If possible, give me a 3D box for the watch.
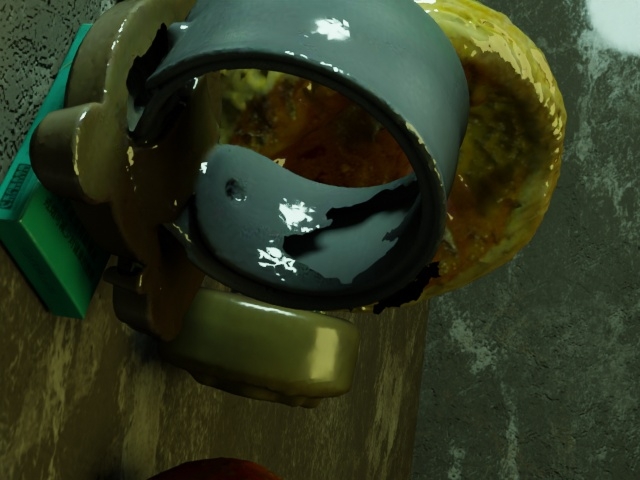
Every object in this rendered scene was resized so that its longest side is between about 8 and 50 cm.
[{"bbox_3d":[-0.034,-0.072,0.991,0.314,0.327,0.335,-68,158,-44],"label":"watch"}]

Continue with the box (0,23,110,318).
[{"bbox_3d":[-0.220,-0.064,1.024,0.161,0.042,0.226,75,26,-55],"label":"box"}]

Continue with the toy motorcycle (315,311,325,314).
[{"bbox_3d":[0.000,0.002,1.745,0.198,0.109,0.296,63,37,-52],"label":"toy motorcycle"}]

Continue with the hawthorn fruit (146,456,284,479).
[{"bbox_3d":[-0.123,0.366,1.179,0.299,0.275,0.275,51,46,-50],"label":"hawthorn fruit"}]

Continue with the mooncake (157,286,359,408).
[{"bbox_3d":[-0.083,0.121,1.284,0.235,0.235,0.117,17,85,-75],"label":"mooncake"}]

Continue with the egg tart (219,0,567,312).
[{"bbox_3d":[0.054,-0.112,1.267,0.178,0.443,0.443,-101,-177,-50],"label":"egg tart"}]
